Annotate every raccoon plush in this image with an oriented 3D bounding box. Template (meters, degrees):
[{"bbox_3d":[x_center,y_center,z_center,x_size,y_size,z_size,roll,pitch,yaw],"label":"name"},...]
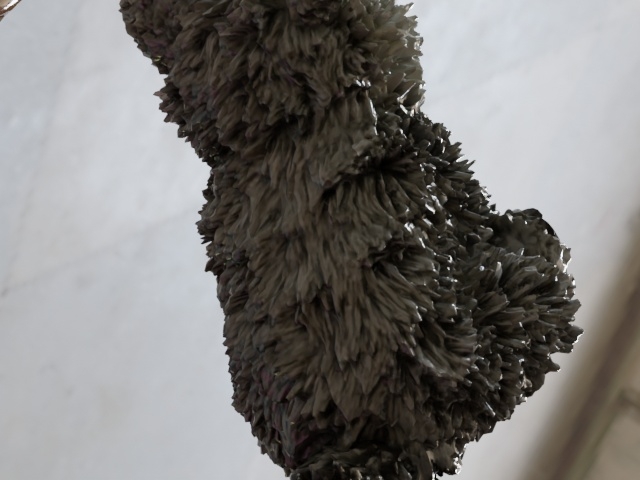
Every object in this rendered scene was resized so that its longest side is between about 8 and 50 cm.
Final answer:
[{"bbox_3d":[0.000,0.000,1.056,0.216,0.299,0.446,-26,-155,14],"label":"raccoon plush"}]

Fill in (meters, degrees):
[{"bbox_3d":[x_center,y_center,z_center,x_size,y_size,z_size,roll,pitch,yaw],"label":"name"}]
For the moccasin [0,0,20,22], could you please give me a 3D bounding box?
[{"bbox_3d":[-0.248,-0.134,0.597,0.139,0.380,0.147,-3,114,-66],"label":"moccasin"}]
